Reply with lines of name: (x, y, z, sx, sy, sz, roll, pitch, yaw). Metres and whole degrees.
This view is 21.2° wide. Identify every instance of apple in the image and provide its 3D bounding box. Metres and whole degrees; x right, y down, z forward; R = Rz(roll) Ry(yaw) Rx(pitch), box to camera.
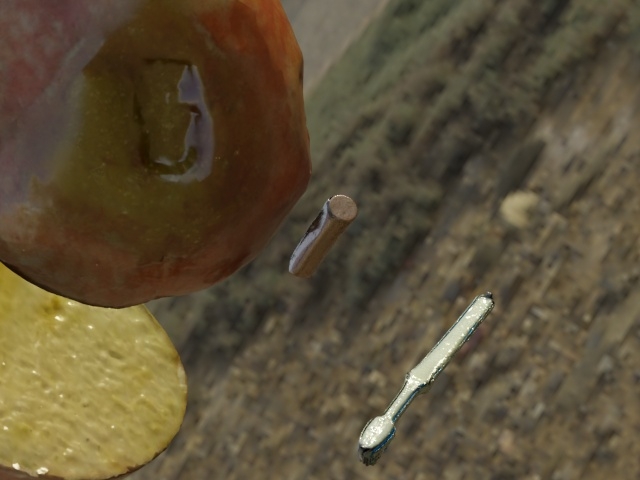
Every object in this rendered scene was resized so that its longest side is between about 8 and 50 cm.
apple: (-0.270, 0.085, 1.227, 0.314, 0.309, 0.252, 11, 68, 56)

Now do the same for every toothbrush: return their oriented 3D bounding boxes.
toothbrush: (0.099, 0.116, 1.541, 0.294, 0.026, 0.028, -46, -26, -50)

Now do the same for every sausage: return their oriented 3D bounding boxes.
sausage: (0.000, 0.000, 1.318, 0.026, 0.026, 0.116, -66, 5, -31)

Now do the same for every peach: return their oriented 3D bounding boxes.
peach: (-0.115, -0.086, 0.923, 0.214, 0.214, 0.235, -74, -15, -53)
